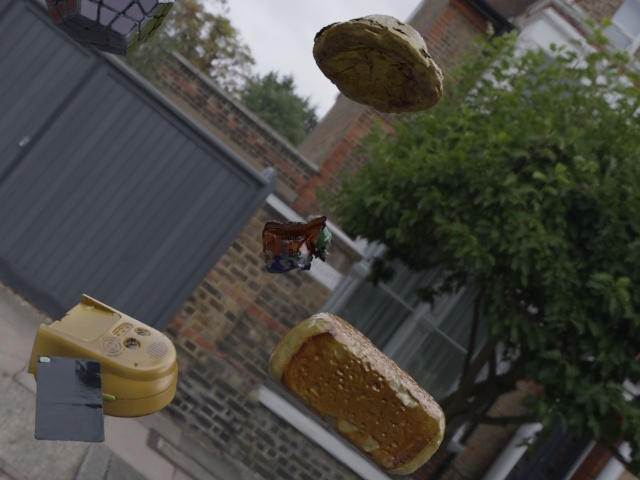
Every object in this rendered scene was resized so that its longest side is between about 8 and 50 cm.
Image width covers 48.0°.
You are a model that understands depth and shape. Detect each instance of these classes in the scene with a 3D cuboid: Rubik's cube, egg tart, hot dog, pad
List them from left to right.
[{"bbox_3d":[-0.445,0.278,1.276,0.116,0.004,0.193,10,34,-27],"label":"pad"},{"bbox_3d":[-0.527,-0.620,1.785,0.319,0.264,0.319,12,-13,3],"label":"Rubik's cube"},{"bbox_3d":[0.079,0.319,1.575,0.405,0.185,0.223,41,4,-6],"label":"hot dog"},{"bbox_3d":[0.140,-0.430,1.708,0.341,0.129,0.341,17,-19,6],"label":"egg tart"}]

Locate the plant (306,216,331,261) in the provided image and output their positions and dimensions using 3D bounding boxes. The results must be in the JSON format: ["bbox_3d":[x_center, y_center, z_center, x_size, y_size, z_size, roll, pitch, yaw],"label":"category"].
[{"bbox_3d":[0.000,0.000,1.414,0.051,0.051,0.102,36,-23,33],"label":"plant"}]

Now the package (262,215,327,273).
[{"bbox_3d":[-0.034,0.005,0.890,0.077,0.033,0.110,5,-42,-3],"label":"package"}]

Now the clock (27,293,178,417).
[{"bbox_3d":[-0.493,0.288,1.706,0.317,0.200,0.244,17,25,9],"label":"clock"}]
